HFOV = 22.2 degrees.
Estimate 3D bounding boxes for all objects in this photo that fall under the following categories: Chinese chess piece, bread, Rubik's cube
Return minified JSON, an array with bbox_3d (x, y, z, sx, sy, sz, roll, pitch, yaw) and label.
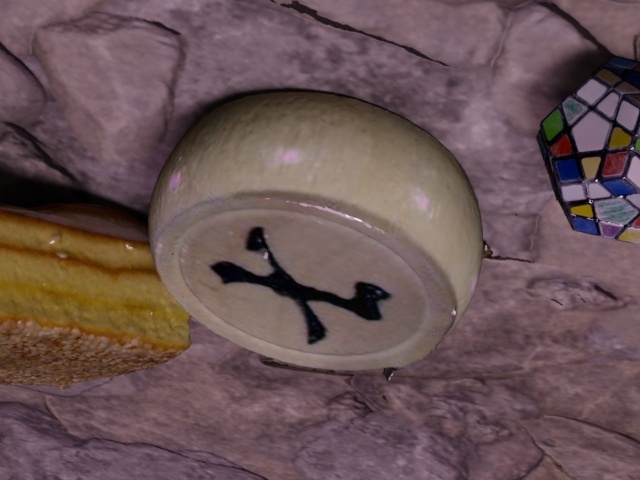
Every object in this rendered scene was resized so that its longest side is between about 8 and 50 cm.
[{"bbox_3d":[0.000,0.000,1.104,0.237,0.092,0.238,10,145,7],"label":"Chinese chess piece"},{"bbox_3d":[-0.233,0.039,1.187,0.234,0.110,0.184,10,159,-39],"label":"bread"},{"bbox_3d":[0.179,-0.053,0.956,0.111,0.111,0.093,-11,165,34],"label":"Rubik's cube"}]
